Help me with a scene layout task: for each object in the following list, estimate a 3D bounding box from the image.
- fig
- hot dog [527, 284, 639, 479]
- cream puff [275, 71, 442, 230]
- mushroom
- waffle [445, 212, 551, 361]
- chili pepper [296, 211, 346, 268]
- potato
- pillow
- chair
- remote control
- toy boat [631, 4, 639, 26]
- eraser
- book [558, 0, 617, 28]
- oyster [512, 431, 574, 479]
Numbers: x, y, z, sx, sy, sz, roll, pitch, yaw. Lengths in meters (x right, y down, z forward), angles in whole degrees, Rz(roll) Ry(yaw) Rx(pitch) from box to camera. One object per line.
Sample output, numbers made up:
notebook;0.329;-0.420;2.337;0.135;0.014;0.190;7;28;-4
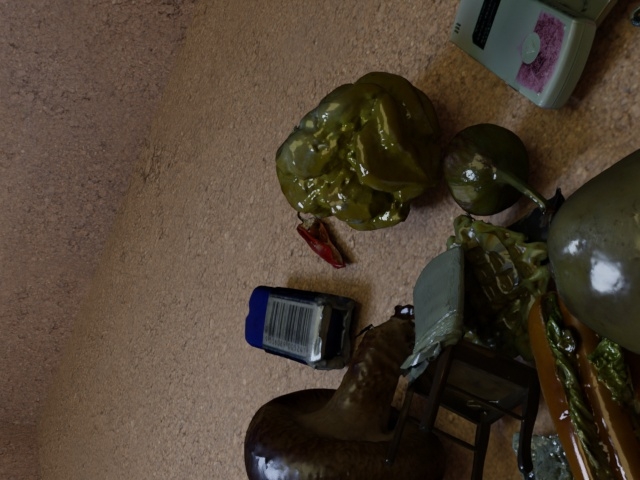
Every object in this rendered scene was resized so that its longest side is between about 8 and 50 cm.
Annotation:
fig;0.274;-0.093;1.113;0.245;0.149;0.149;-124;53;-69
hot dog;0.350;0.186;0.929;0.135;0.100;0.337;-22;55;19
cream puff;0.090;-0.138;1.369;0.324;0.291;0.257;-43;73;22
mushroom;0.056;0.305;1.192;0.331;0.334;0.356;51;131;51
waffle;0.258;0.076;1.135;0.223;0.054;0.203;27;120;52
chili pepper;0.000;0.000;1.627;0.268;0.059;0.050;49;158;49
potato;0.415;-0.002;0.811;0.326;0.221;0.243;-37;57;29
pillow;0.328;-0.007;1.112;0.150;0.048;0.090;-44;36;47
chair;0.213;0.189;1.080;0.160;0.186;0.319;121;172;-48
remote control;0.319;-0.340;1.203;0.344;0.050;0.145;-118;37;-52
toy boat;0.470;-0.327;1.020;0.083;0.038;0.038;-26;57;52
eraser;-0.050;0.183;1.584;0.332;0.102;0.154;1;82;59
book;0.393;-0.420;1.120;0.322;0.018;0.228;117;148;-47
oyster;0.327;0.325;0.980;0.177;0.064;0.124;-3;72;57
